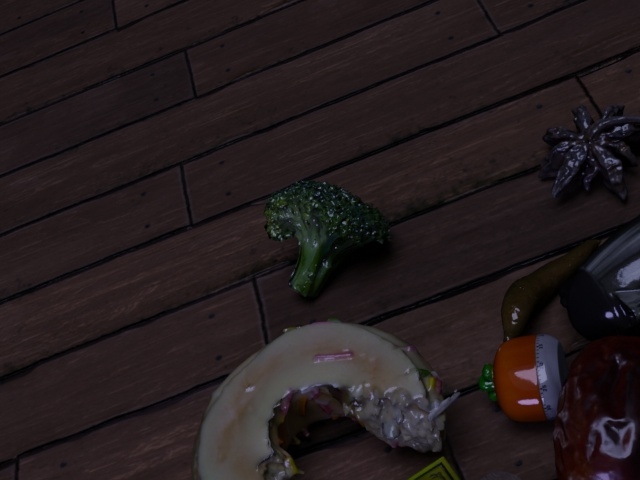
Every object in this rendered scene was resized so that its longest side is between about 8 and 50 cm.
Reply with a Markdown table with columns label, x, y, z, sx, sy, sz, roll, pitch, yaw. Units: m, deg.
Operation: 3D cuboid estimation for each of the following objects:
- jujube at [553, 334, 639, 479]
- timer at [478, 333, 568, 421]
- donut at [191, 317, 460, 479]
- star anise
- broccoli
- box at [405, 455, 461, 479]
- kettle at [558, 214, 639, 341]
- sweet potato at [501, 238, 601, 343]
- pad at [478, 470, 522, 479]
| label | x | y | z | sx | sy | sz | roll | pitch | yaw |
| --- | --- | --- | --- | --- | --- | --- | --- | --- | --- |
| jujube | 0.375 | 0.244 | 1.393 | 0.183 | 0.183 | 0.243 | -7 | 50 | 19 |
| timer | 0.282 | 0.195 | 1.546 | 0.136 | 0.099 | 0.136 | -22 | 32 | 15 |
| donut | -0.013 | 0.268 | 1.571 | 0.371 | 0.150 | 0.307 | -35 | 44 | -10 |
| star anise | 0.458 | -0.155 | 1.796 | 0.231 | 0.089 | 0.209 | -35 | 51 | 8 |
| broccoli | 0.000 | 0.000 | 1.829 | 0.220 | 0.194 | 0.194 | 23 | 59 | 12 |
| box | 0.161 | 0.402 | 1.427 | 0.141 | 0.064 | 0.220 | -33 | 46 | -6 |
| kettle | 0.455 | 0.043 | 1.514 | 0.271 | 0.207 | 0.250 | -24 | 40 | -5 |
| sweet potato | 0.331 | 0.068 | 1.665 | 0.249 | 0.059 | 0.069 | -38 | 19 | -30 |
| pad | 0.266 | 0.393 | 1.358 | 0.176 | 0.002 | 0.266 | -24 | 45 | -35 |
